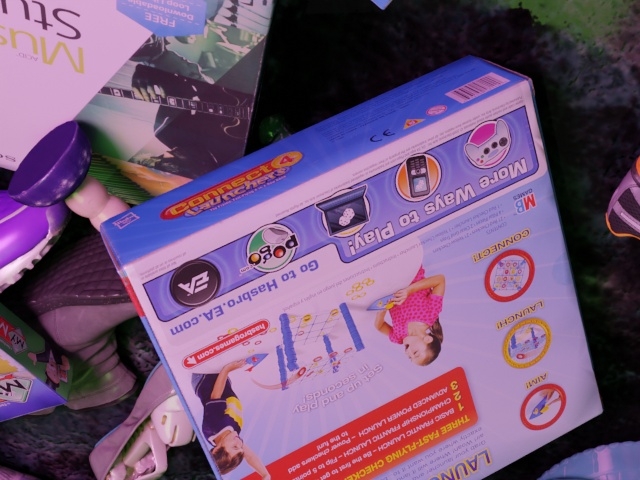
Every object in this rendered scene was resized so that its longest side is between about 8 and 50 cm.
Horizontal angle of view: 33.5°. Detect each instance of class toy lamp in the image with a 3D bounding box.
[{"bbox_3d":[-0.108,0.021,0.811,0.080,0.080,0.275,-29,124,25],"label":"toy lamp"}]

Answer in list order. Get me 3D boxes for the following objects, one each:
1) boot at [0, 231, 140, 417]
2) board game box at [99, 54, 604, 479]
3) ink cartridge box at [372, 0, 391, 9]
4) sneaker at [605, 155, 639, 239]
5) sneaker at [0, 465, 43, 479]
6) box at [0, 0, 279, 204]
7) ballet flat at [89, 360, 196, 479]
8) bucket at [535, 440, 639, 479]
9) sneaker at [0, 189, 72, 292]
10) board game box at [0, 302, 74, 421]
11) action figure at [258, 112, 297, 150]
[{"bbox_3d":[-0.198,0.081,0.952,0.246,0.083,0.161,-11,131,16],"label":"boot"},{"bbox_3d":[0.038,0.064,0.794,0.308,0.086,0.302,-25,119,-11],"label":"board game box"},{"bbox_3d":[0.015,-0.222,0.701,0.122,0.088,0.052,36,121,-13],"label":"ink cartridge box"},{"bbox_3d":[0.314,0.001,0.801,0.215,0.084,0.083,32,135,-6],"label":"sneaker"},{"bbox_3d":[-0.242,0.280,1.056,0.296,0.112,0.131,31,124,-22],"label":"sneaker"},{"bbox_3d":[-0.152,-0.130,0.721,0.232,0.058,0.322,15,153,-2],"label":"box"},{"bbox_3d":[-0.145,0.174,0.986,0.072,0.068,0.213,7,136,-41],"label":"ballet flat"},{"bbox_3d":[0.290,0.326,0.941,0.281,0.183,0.281,5,122,7],"label":"bucket"},{"bbox_3d":[-0.358,-0.016,0.891,0.293,0.102,0.146,-14,118,18],"label":"sneaker"},{"bbox_3d":[-0.399,0.106,0.879,0.317,0.046,0.213,-18,138,17],"label":"board game box"},{"bbox_3d":[0.000,0.000,0.859,0.137,0.063,0.232,-11,123,18],"label":"action figure"}]
